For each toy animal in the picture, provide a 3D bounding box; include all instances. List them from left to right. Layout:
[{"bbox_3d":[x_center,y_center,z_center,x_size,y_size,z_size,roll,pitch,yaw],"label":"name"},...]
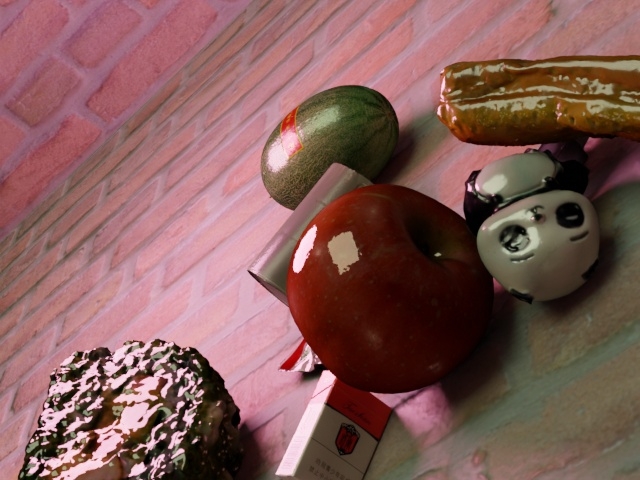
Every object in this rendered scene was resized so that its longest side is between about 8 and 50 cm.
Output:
[{"bbox_3d":[0.264,-0.018,1.362,0.166,0.138,0.179,-20,39,7],"label":"toy animal"}]

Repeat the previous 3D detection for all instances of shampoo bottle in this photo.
[{"bbox_3d":[0.300,-0.095,1.496,0.208,0.063,0.057,-55,34,-7],"label":"shampoo bottle"}]

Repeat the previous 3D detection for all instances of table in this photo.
[{"bbox_3d":[0.000,0.000,1.788,0.220,0.126,0.126,-52,24,-10],"label":"table"}]

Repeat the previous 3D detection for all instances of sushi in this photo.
[{"bbox_3d":[-0.267,0.310,1.677,0.294,0.178,0.352,-6,40,15],"label":"sushi"}]

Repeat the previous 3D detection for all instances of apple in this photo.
[{"bbox_3d":[0.087,0.059,1.426,0.216,0.260,0.260,-49,21,39],"label":"apple"}]

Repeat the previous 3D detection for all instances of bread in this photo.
[{"bbox_3d":[0.332,-0.163,1.363,0.380,0.185,0.109,5,95,37],"label":"bread"}]

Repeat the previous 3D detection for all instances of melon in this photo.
[{"bbox_3d":[0.006,-0.148,1.934,0.287,0.182,0.182,-37,28,29],"label":"melon"}]

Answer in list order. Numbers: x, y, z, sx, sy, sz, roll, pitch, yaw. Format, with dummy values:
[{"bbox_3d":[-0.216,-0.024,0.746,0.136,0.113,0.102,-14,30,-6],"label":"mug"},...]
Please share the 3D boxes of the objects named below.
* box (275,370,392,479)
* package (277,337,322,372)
[{"bbox_3d":[0.019,0.255,1.457,0.048,0.100,0.152,-12,45,51],"label":"box"},{"bbox_3d":[0.035,0.130,1.676,0.154,0.030,0.239,-52,17,-28],"label":"package"}]
